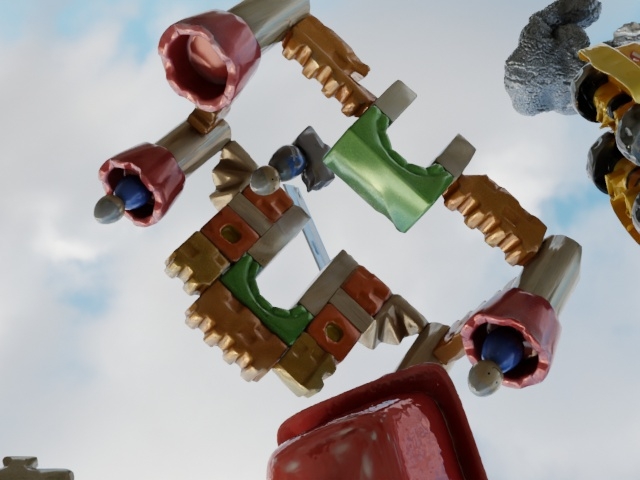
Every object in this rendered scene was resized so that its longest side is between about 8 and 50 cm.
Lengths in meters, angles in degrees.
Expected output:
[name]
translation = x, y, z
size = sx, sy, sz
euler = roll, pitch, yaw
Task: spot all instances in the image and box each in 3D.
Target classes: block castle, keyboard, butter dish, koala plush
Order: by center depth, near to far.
[butter dish]
translation = 0.022, 0.175, 0.591
size = 0.160, 0.118, 0.160
euler = -27, -110, 29
[block castle]
translation = 0.000, 0.000, 0.909
size = 0.213, 0.453, 0.303
euler = -48, -179, -41
[koala plush]
translation = 0.418, -0.257, 1.383
size = 0.221, 0.196, 0.203
euler = 20, -145, 39
[keyboard]
translation = -0.009, 0.013, 1.656
size = 0.014, 0.256, 0.072
euler = -26, 174, 19

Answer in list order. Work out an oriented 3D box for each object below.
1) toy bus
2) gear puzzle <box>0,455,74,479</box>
[toy bus]
translation = 0.387, -0.118, 0.927
size = 0.211, 0.220, 0.149
euler = -23, -148, 5
[gear puzzle]
translation = -0.230, 0.200, 0.545
size = 0.339, 0.044, 0.175
euler = 2, -156, -7
